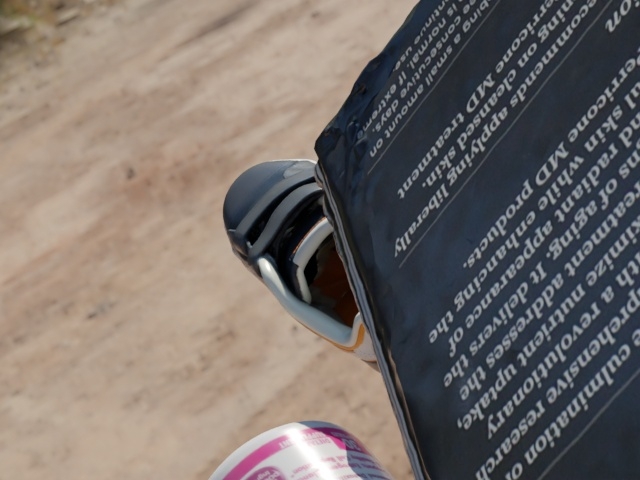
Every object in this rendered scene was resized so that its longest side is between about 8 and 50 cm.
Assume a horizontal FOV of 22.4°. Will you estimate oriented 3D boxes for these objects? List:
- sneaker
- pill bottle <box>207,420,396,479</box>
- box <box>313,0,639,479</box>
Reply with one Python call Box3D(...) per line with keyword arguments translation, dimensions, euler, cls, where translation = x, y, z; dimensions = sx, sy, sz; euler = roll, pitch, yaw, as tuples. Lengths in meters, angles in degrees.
Box3D(translation=(0.000, 0.000, 1.349), dimensions=(0.126, 0.127, 0.321), euler=(-52, 45, -1), cls="sneaker")
Box3D(translation=(0.036, 0.269, 1.155), dimensions=(0.160, 0.160, 0.283), euler=(-31, 43, -14), cls="pill bottle")
Box3D(translation=(0.298, 0.077, 0.709), dimensions=(0.297, 0.480, 0.471), euler=(-52, 30, 26), cls="box")
